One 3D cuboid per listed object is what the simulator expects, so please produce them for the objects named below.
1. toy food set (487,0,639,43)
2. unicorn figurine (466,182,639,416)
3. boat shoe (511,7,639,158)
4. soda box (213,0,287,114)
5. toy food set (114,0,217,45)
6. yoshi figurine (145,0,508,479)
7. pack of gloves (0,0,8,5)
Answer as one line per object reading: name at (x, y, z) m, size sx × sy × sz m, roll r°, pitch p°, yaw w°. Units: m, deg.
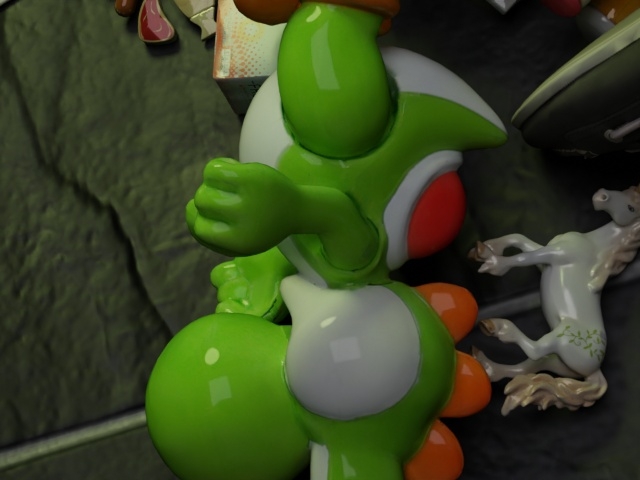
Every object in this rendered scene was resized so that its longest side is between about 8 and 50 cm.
toy food set at (0.094, -0.188, 1.194) m, size 0.232 × 0.111 × 0.104 m, roll 43°, pitch 80°, yaw 6°
unicorn figurine at (0.146, 0.026, 1.142) m, size 0.111 × 0.060 × 0.161 m, roll 3°, pitch 85°, yaw -6°
boat shoe at (0.209, -0.095, 1.054) m, size 0.112 × 0.335 × 0.095 m, roll -38°, pitch 90°, yaw -25°
soda box at (-0.030, -0.178, 1.265) m, size 0.063 × 0.058 × 0.183 m, roll -2°, pitch 69°, yaw 13°
toy food set at (-0.117, -0.184, 1.307) m, size 0.078 × 0.019 × 0.122 m, roll -19°, pitch 80°, yaw 5°
yoshi figurine at (-0.027, 0.001, 1.112) m, size 0.203 × 0.204 × 0.362 m, roll -5°, pitch 87°, yaw 48°
pack of gloves at (-0.217, -0.272, 1.357) m, size 0.232 × 0.046 × 0.195 m, roll -26°, pitch 64°, yaw 3°
